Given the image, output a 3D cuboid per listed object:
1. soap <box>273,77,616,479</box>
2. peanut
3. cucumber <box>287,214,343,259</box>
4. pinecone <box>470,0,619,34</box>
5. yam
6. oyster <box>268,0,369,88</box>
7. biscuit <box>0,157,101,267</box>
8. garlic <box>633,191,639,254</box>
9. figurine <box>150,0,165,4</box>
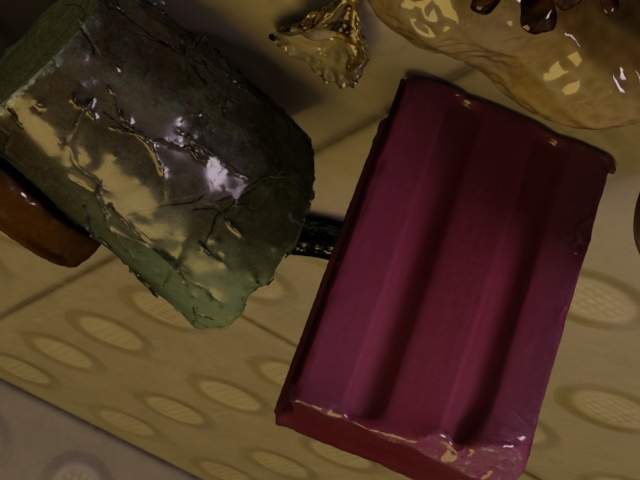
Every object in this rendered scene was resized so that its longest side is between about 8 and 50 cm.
[{"bbox_3d":[0.122,0.046,1.473,0.233,0.360,0.128,22,156,-4],"label":"soap"},{"bbox_3d":[0.168,-0.182,1.228,0.313,0.149,0.149,31,156,-28],"label":"peanut"},{"bbox_3d":[0.000,0.000,1.866,0.214,0.058,0.052,7,119,24],"label":"cucumber"},{"bbox_3d":[0.150,-0.245,1.019,0.201,0.203,0.229,-28,136,20],"label":"pinecone"},{"bbox_3d":[-0.173,-0.093,1.562,0.241,0.241,0.348,-7,140,49],"label":"yam"},{"bbox_3d":[-0.002,-0.188,1.468,0.121,0.045,0.146,7,161,24],"label":"oyster"},{"bbox_3d":[-0.380,-0.109,1.674,0.394,0.070,0.350,49,-176,41],"label":"biscuit"},{"bbox_3d":[0.360,-0.028,1.327,0.207,0.257,0.207,4,111,11],"label":"garlic"},{"bbox_3d":[-0.180,-0.281,1.353,0.144,0.114,0.178,28,165,-12],"label":"figurine"}]
